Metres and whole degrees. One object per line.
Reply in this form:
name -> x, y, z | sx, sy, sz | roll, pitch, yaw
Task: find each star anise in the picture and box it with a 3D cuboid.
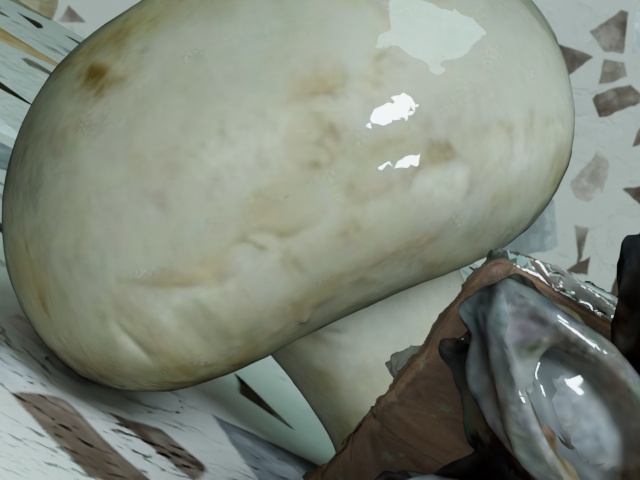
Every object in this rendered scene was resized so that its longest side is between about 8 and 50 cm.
star anise -> 0.116, 0.102, 0.526 | 0.223, 0.236, 0.109 | 30, 8, -7

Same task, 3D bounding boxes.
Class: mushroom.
mushroom -> 0.000, 0.000, 0.788 | 0.297, 0.298, 0.290 | -93, 157, -82

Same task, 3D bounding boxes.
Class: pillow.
pillow -> 0.082, 0.092, 0.665 | 0.135, 0.049, 0.248 | 33, -34, 2

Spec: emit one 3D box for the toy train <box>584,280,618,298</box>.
toy train -> 0.241, 0.173, 0.928 | 0.397, 0.160, 0.253 | 30, 13, -12
